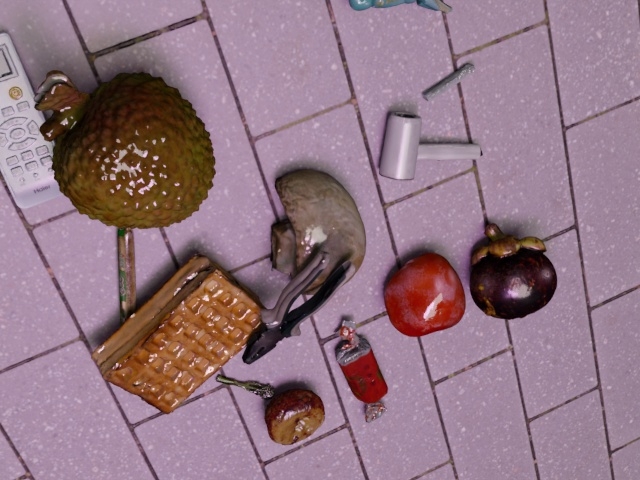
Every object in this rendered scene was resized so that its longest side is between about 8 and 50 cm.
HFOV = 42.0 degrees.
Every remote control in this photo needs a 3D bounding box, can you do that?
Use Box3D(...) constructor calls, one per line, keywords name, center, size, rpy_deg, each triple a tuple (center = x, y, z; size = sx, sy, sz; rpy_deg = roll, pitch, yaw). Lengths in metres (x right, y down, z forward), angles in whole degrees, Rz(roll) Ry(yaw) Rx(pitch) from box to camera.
Box3D(name="remote control", center=(-0.523, -0.200, 1.422), size=(0.103, 0.051, 0.293), rpy_deg=(-22, 115, -11))

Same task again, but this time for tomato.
Box3D(name="tomato", center=(0.226, 0.120, 1.795), size=(0.187, 0.151, 0.187), rpy_deg=(-5, 113, -13))

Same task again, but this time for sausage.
Box3D(name="sausage", center=(-0.375, 0.089, 1.617), size=(0.033, 0.033, 0.269), rpy_deg=(-4, 114, -19))

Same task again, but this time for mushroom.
Box3D(name="mushroom", center=(0.007, 0.002, 1.649), size=(0.190, 0.164, 0.267), rpy_deg=(-4, 114, -18))

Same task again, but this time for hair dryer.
Box3D(name="hair dryer", center=(0.238, -0.191, 1.708), size=(0.236, 0.073, 0.131), rpy_deg=(-1, 112, -24))

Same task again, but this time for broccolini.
Box3D(name="broccolini", center=(-0.164, 0.319, 1.809), size=(0.140, 0.030, 0.035), rpy_deg=(19, 141, -22))

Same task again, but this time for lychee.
Box3D(name="lychee", center=(-0.325, -0.150, 1.400), size=(0.320, 0.270, 0.269), rpy_deg=(12, 108, -19))

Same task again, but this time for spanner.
Box3D(name="spanner", center=(-0.059, 0.139, 1.612), size=(0.096, 0.040, 0.325), rpy_deg=(22, 125, -31))

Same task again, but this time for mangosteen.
Box3D(name="mangosteen", center=(0.415, 0.063, 1.833), size=(0.192, 0.192, 0.217), rpy_deg=(-18, 94, -13))

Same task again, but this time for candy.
Box3D(name="candy", center=(0.093, 0.297, 1.874), size=(0.086, 0.059, 0.292), rpy_deg=(-28, 121, -8))

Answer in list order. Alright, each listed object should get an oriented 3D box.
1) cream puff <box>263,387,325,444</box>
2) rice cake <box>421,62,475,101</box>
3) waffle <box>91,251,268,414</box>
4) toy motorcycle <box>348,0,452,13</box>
Box3D(name="cream puff", center=(-0.062, 0.383, 1.834), size=(0.149, 0.084, 0.149), rpy_deg=(-18, 137, -18))
Box3D(name="rice cake", center=(0.259, -0.320, 1.682), size=(0.121, 0.022, 0.021), rpy_deg=(-33, 128, -4))
Box3D(name="waffle", center=(-0.272, 0.188, 1.645), size=(0.308, 0.091, 0.213), rpy_deg=(-43, 134, 2))
Box3D(name="toy motorcycle", center=(0.132, -0.501, 1.507), size=(0.297, 0.109, 0.198), rpy_deg=(12, 110, -24))
